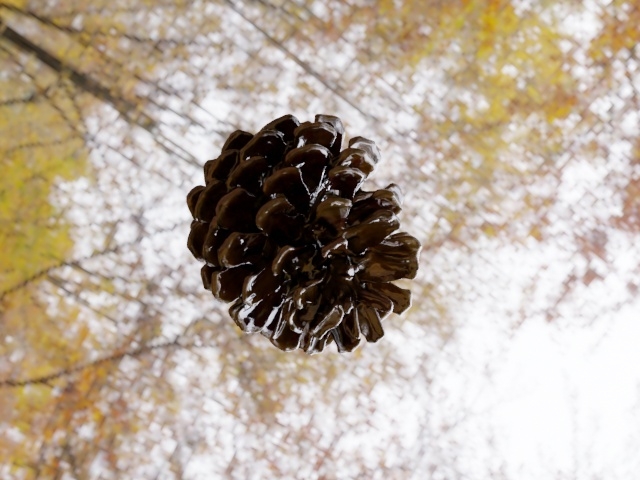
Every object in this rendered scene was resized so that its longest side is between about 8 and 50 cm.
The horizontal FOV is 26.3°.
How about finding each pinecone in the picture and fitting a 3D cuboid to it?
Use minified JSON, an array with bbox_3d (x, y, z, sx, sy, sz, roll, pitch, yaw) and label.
[{"bbox_3d":[-0.004,0.006,0.956,0.163,0.163,0.165,-49,-138,11],"label":"pinecone"}]
